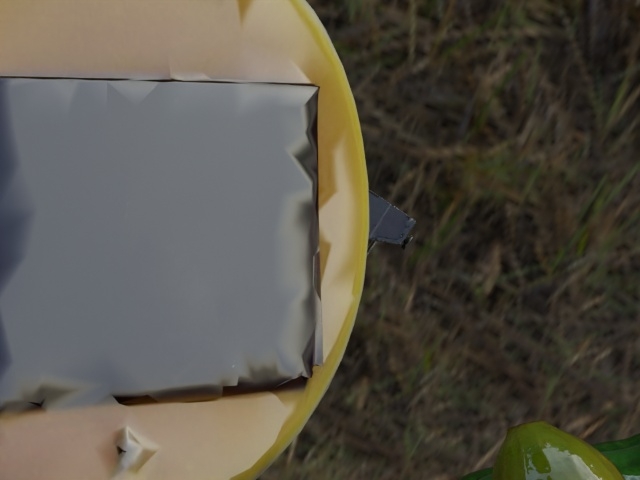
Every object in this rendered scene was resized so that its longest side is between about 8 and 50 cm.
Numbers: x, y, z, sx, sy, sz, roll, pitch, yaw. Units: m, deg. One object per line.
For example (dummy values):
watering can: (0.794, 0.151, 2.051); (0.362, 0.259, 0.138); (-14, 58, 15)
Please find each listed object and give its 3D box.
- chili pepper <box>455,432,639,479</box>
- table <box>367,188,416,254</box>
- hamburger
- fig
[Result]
chili pepper: (0.239, 0.212, 1.161); (0.385, 0.213, 0.167); (-3, 28, -12)
table: (0.000, 0.000, 1.084); (0.082, 0.070, 0.083); (34, 84, 6)
hamburger: (-0.118, -0.014, 0.775); (0.276, 0.179, 0.294); (-6, 98, -36)
fig: (0.121, 0.132, 0.996); (0.074, 0.074, 0.088); (-20, 72, -16)
